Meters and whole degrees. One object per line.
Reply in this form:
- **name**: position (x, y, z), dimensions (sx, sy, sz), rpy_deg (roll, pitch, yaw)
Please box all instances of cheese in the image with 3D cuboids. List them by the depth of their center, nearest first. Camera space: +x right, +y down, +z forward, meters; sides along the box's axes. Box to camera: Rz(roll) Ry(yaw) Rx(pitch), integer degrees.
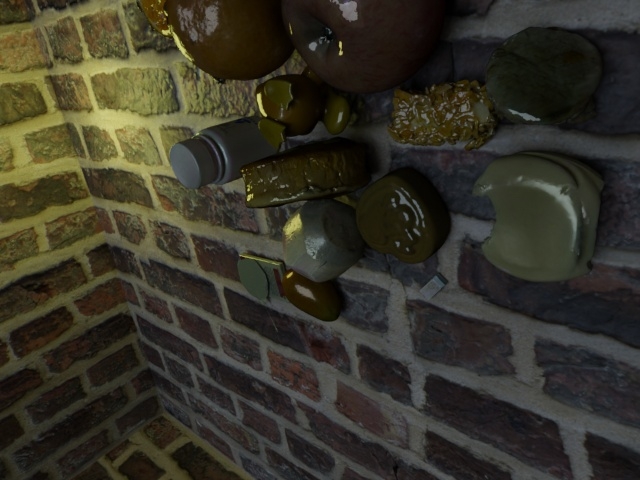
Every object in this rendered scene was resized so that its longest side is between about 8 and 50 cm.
- **cheese**: position (0.429, -0.043, 0.939), dimensions (0.234, 0.127, 0.265), rpy_deg (17, 123, 38)

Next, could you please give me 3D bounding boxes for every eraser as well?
- **eraser**: position (0.297, 0.122, 1.246), dimensions (0.038, 0.019, 0.083), rpy_deg (49, 138, 14)

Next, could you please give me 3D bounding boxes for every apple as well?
- **apple**: position (0.070, -0.453, 0.945), dimensions (0.345, 0.270, 0.344), rpy_deg (24, 129, 33)

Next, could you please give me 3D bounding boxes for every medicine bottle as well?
- **medicine bottle**: position (-0.279, -0.255, 1.388), dimensions (0.170, 0.293, 0.170), rpy_deg (23, 128, 33)

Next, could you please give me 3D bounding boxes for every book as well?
- **book**: position (-0.204, 0.137, 1.749), dimensions (0.232, 0.022, 0.162), rpy_deg (9, 122, 41)

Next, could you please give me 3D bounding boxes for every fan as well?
- **fan**: position (-0.225, 0.207, 1.788), dimensions (0.182, 0.010, 0.309), rpy_deg (-16, 100, 50)

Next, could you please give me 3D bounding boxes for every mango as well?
- **mango**: position (-0.025, 0.168, 1.520), dimensions (0.221, 0.120, 0.151), rpy_deg (33, 136, 18)

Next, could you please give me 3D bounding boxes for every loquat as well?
- **loquat**: position (-0.202, -0.541, 1.122), dimensions (0.329, 0.329, 0.328), rpy_deg (23, 128, 34)

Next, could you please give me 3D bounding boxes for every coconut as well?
- **coconut**: position (0.002, 0.000, 1.320), dimensions (0.230, 0.227, 0.227), rpy_deg (-34, 88, 49)

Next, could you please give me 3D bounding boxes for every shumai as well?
- **shumai**: position (0.396, -0.275, 0.847), dimensions (0.201, 0.201, 0.120), rpy_deg (37, 176, 24)

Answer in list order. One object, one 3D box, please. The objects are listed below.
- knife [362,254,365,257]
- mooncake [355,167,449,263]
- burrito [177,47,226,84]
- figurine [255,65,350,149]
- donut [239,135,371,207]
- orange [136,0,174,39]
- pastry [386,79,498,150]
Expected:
- **knife**: position (0.065, 0.025, 1.427), dimensions (0.170, 0.010, 0.023), rpy_deg (20, 125, 34)
- **mooncake**: position (0.195, -0.062, 1.171), dimensions (0.235, 0.117, 0.234), rpy_deg (27, 132, 34)
- **burrito**: position (-0.354, -0.547, 1.474), dimensions (0.230, 0.058, 0.063), rpy_deg (35, 129, 22)
- **figurine**: position (-0.044, -0.332, 1.139), dimensions (0.215, 0.228, 0.214), rpy_deg (19, 112, 57)
- **donut**: position (-0.041, -0.176, 1.209), dimensions (0.330, 0.330, 0.159), rpy_deg (-3, 99, 46)
- **orange**: position (-0.439, -0.741, 1.301), dimensions (0.310, 0.274, 0.274), rpy_deg (37, 148, -28)
- **pastry**: position (0.262, -0.257, 0.995), dimensions (0.250, 0.102, 0.154), rpy_deg (14, 123, 39)
